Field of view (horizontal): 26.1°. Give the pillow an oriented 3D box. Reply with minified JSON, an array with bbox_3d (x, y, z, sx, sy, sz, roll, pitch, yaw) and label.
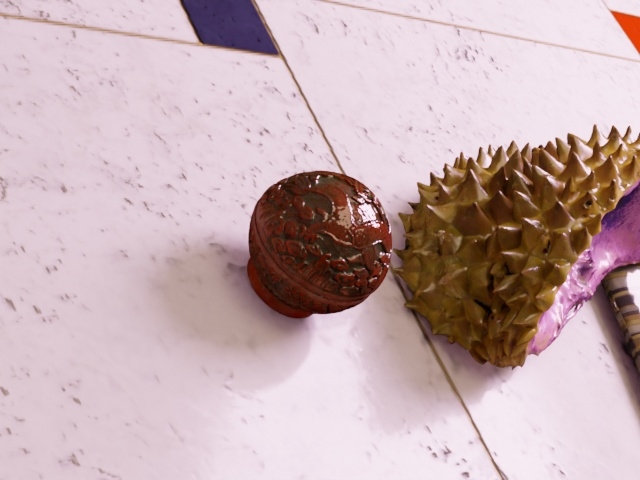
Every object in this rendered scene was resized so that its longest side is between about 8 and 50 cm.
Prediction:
[{"bbox_3d":[0.292,0.080,1.162,0.113,0.038,0.203,14,44,-33],"label":"pillow"}]

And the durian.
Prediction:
[{"bbox_3d":[0.160,-0.017,1.067,0.187,0.153,0.260,16,31,16],"label":"durian"}]

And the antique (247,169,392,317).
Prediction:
[{"bbox_3d":[0.000,0.000,0.921,0.104,0.104,0.104,25,39,-22],"label":"antique"}]
